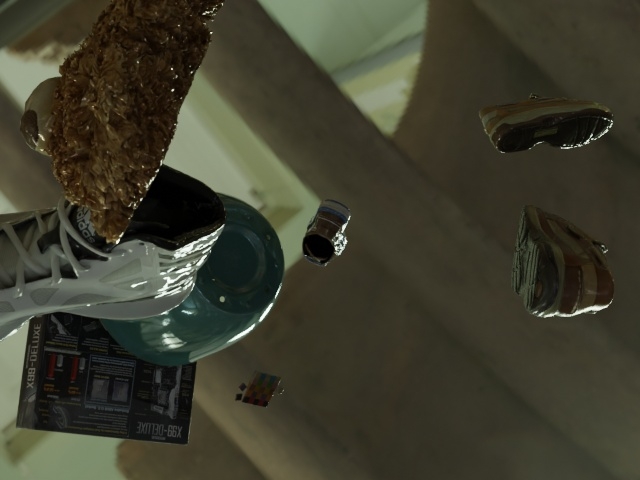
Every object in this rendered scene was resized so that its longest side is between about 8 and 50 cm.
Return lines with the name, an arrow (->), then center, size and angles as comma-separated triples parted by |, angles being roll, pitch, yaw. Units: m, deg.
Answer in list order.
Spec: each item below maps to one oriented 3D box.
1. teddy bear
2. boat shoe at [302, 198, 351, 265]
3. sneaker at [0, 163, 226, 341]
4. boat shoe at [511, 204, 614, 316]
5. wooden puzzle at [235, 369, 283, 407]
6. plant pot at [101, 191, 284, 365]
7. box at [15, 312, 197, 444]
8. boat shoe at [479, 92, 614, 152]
teddy bear -> -0.165, -0.143, 1.108 | 0.245, 0.113, 0.338 | -53, -165, 49
boat shoe -> 0.000, 0.000, 2.007 | 0.066, 0.066, 0.183 | -62, 172, -22
sneaker -> -0.309, -0.004, 1.392 | 0.448, 0.169, 0.257 | -10, 159, -28
boat shoe -> 0.341, 0.036, 1.858 | 0.120, 0.122, 0.324 | 7, -162, 0
wooden puzzle -> -0.085, 0.211, 1.873 | 0.006, 0.083, 0.049 | 32, -82, 45
plant pot -> -0.196, 0.050, 2.165 | 0.293, 0.293, 0.235 | -46, -163, -32
box -> -0.367, 0.227, 2.324 | 0.076, 0.308, 0.242 | -8, -106, 55
boat shoe -> 0.289, -0.162, 1.685 | 0.190, 0.072, 0.068 | -5, 138, -31
